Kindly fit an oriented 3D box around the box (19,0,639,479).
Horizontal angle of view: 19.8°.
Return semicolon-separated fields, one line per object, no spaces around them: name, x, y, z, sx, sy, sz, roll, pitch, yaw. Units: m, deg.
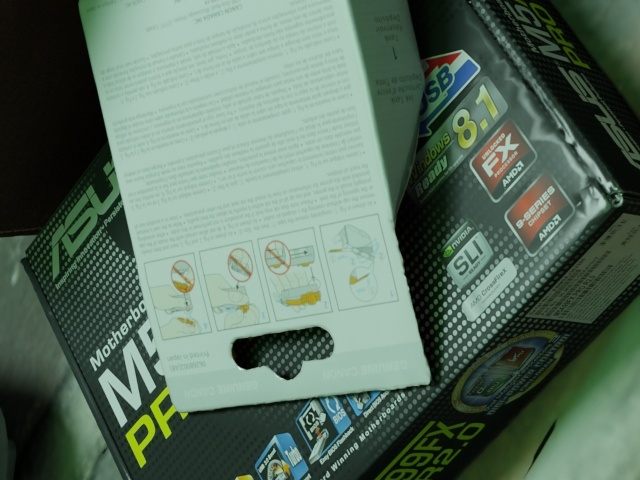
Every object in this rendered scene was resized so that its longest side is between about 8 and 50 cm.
box;0.000;0.000;0.760;0.270;0.060;0.216;-49;54;28

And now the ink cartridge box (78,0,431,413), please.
ink cartridge box;-0.017;-0.028;0.725;0.145;0.045;0.179;-11;95;42

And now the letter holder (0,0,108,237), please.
letter holder;-0.159;-0.158;0.805;0.152;0.214;0.302;40;113;21

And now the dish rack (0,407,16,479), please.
dish rack;-0.262;0.209;0.975;0.285;0.072;0.333;6;88;43
